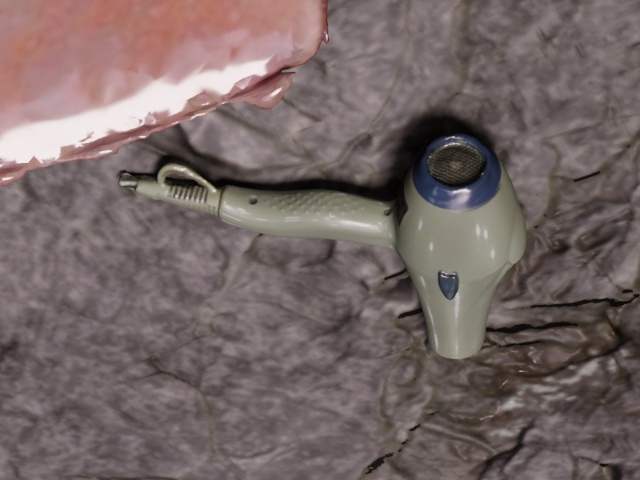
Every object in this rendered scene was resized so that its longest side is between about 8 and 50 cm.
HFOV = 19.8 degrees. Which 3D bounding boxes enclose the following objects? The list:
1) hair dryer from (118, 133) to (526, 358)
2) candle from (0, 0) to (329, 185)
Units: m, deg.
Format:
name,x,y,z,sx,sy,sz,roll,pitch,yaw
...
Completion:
name,x,y,z,sx,sy,sz,roll,pitch,yaw
hair dryer,0.013,0.011,0.954,0.199,0.067,0.167,-3,143,19
candle,-0.120,-0.154,0.712,0.287,0.131,0.317,18,122,-31
